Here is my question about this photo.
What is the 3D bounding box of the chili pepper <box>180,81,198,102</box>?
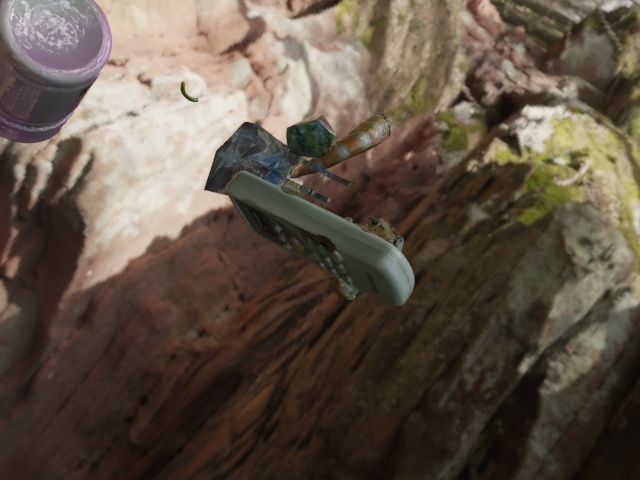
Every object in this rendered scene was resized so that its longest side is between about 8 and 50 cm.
[{"bbox_3d":[-0.344,-0.382,2.070,0.083,0.017,0.030,39,61,-57],"label":"chili pepper"}]

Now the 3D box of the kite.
[{"bbox_3d":[-0.067,-0.129,1.567,0.169,0.310,0.015,-60,-148,27],"label":"kite"}]

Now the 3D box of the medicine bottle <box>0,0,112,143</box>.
[{"bbox_3d":[-0.550,-0.340,1.547,0.212,0.212,0.325,-52,-167,-32],"label":"medicine bottle"}]

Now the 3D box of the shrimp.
[{"bbox_3d":[0.051,-0.214,1.920,0.287,0.068,0.185,-32,-174,8],"label":"shrimp"}]

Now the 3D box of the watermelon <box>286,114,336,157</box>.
[{"bbox_3d":[-0.025,-0.195,1.459,0.084,0.092,0.072,-62,-152,20],"label":"watermelon"}]

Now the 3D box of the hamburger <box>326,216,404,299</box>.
[{"bbox_3d":[0.102,0.048,2.012,0.288,0.168,0.192,-116,-143,-74],"label":"hamburger"}]

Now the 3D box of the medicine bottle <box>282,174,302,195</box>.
[{"bbox_3d":[-0.165,-0.194,2.365,0.059,0.231,0.059,-38,-137,47],"label":"medicine bottle"}]

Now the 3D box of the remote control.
[{"bbox_3d":[0.000,0.000,1.127,0.056,0.296,0.140,-54,152,-15],"label":"remote control"}]
